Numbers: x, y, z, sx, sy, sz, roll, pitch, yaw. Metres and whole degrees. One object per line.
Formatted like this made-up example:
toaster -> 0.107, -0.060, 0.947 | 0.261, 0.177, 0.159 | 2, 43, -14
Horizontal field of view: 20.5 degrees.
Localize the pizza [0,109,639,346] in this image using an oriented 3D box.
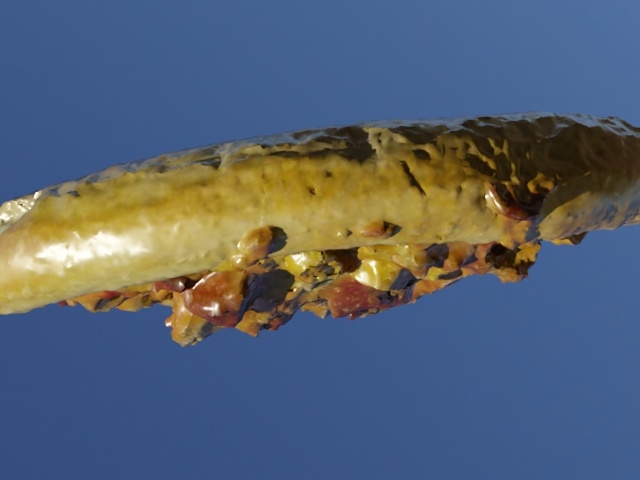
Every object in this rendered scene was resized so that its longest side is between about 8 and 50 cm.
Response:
pizza -> 0.000, 0.000, 0.866 | 0.336, 0.226, 0.086 | -9, -100, -8
